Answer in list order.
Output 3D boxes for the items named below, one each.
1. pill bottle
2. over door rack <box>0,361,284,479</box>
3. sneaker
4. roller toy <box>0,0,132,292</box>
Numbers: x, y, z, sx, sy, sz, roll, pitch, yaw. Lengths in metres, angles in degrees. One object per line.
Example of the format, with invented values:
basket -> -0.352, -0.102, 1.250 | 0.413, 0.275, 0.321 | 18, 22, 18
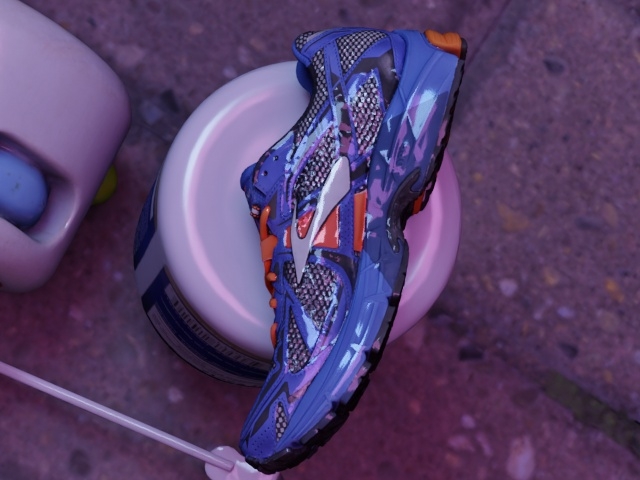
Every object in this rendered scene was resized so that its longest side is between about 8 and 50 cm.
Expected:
pill bottle -> -0.026, 0.003, 0.934 | 0.153, 0.264, 0.153 | 2, 81, -11
over door rack -> -0.201, 0.176, 0.954 | 0.324, 0.108, 0.239 | 25, 78, -5
sneaker -> 0.000, 0.000, 0.771 | 0.087, 0.083, 0.221 | 16, 73, 5
roller toy -> -0.220, -0.061, 0.947 | 0.209, 0.191, 0.146 | 27, 78, -5
